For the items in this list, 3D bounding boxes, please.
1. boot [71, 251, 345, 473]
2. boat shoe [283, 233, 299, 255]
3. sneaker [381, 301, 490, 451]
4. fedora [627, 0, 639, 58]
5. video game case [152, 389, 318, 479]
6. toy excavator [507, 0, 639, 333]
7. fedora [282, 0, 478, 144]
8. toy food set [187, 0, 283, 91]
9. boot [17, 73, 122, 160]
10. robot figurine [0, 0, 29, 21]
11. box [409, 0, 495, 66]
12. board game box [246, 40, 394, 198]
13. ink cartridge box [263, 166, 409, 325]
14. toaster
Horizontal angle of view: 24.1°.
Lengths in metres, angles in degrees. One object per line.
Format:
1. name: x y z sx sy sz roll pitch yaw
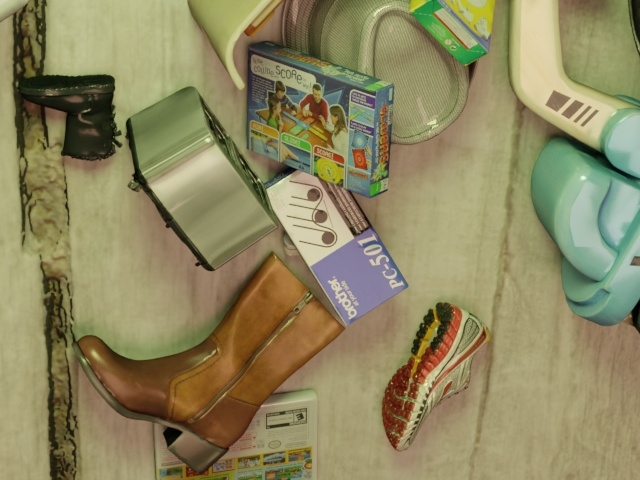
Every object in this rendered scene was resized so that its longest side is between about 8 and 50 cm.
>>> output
1. boot: -0.144 0.129 1.925 0.264 0.096 0.280 42 92 -17
2. boat shoe: 0.000 0.000 1.938 0.100 0.035 0.035 -14 147 -13
3. sneaker: 0.159 0.197 2.053 0.093 0.088 0.225 20 110 -26
4. fedora: 0.521 -0.279 1.779 0.334 0.152 0.334 9 73 -30
5. video game case: -0.115 0.310 2.068 0.227 0.026 0.206 -7 118 -14
6. toy excavator: 0.356 -0.120 1.892 0.445 0.222 0.433 22 108 -16
7. fedora: 0.088 -0.222 1.791 0.244 0.124 0.275 -20 121 -6
8. toy food set: -0.014 -0.314 1.658 0.306 0.219 0.092 -46 119 9
9. boot: -0.295 -0.144 1.769 0.121 0.045 0.099 -3 121 -15
10. robot figurine: -0.427 -0.336 1.537 0.353 0.200 0.300 -35 93 4
11. box: 0.160 -0.300 1.749 0.043 0.179 0.105 -27 127 34
12. board game box: -0.004 -0.145 1.770 0.035 0.201 0.136 -26 129 -43
13. ink cartridge box: 0.017 -0.005 1.893 0.097 0.046 0.207 -32 104 -3
14. toaster: -0.144 -0.071 1.768 0.110 0.185 0.168 -32 120 7
